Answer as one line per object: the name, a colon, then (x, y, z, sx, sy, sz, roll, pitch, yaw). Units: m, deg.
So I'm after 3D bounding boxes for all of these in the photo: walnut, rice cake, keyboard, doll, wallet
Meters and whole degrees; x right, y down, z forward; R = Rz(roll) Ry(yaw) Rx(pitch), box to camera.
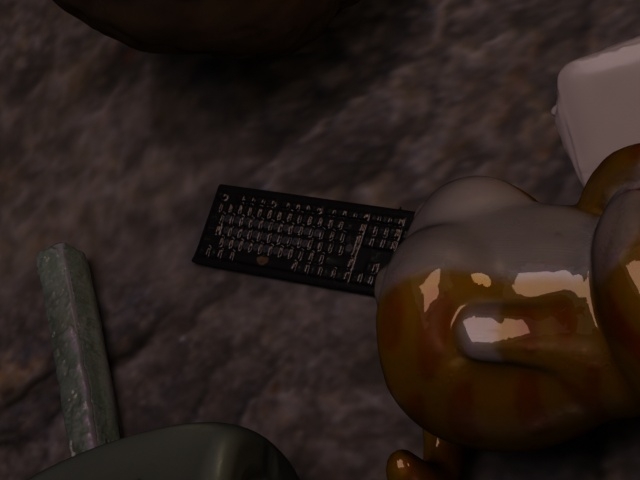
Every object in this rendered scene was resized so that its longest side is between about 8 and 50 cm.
walnut: (-0.080, -0.243, 1.175, 0.273, 0.227, 0.273, -12, 60, 21)
rice cake: (-0.165, 0.089, 1.169, 0.033, 0.033, 0.208, -34, 53, 24)
keyboard: (0.000, 0.000, 1.133, 0.198, 0.010, 0.064, 9, 72, 34)
doll: (0.155, 0.037, 0.927, 0.269, 0.162, 0.167, -13, 28, 31)
wallet: (0.231, -0.087, 1.006, 0.190, 0.033, 0.095, -13, 90, 24)

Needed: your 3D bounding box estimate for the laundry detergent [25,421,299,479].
laundry detergent: (-0.199, 0.272, 1.034, 0.397, 0.124, 0.264, -17, 58, 24)
